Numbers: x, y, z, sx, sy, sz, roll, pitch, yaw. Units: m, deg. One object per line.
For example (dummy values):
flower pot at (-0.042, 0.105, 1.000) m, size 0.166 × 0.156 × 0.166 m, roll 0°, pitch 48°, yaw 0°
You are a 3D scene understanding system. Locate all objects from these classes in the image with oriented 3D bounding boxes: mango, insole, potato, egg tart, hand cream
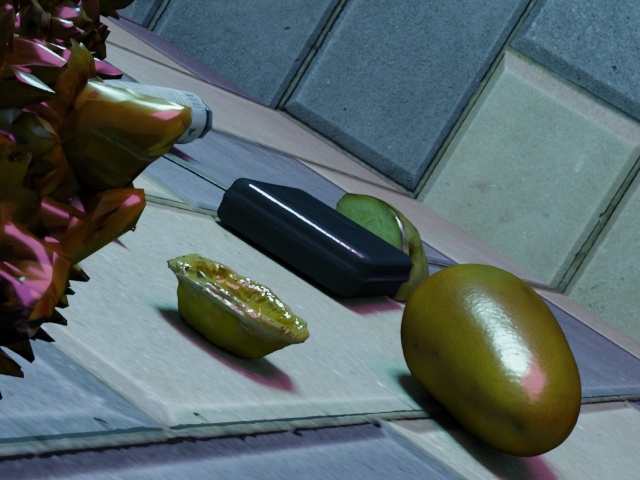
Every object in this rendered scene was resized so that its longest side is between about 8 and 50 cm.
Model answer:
mango at (0.131, 0.092, 1.313) m, size 0.138 × 0.113 × 0.253 m, roll 34°, pitch 13°, yaw -14°
insole at (-0.151, -0.085, 1.798) m, size 0.153 × 0.002 × 0.053 m, roll 30°, pitch 7°, yaw -15°
potato at (0.092, 0.013, 1.831) m, size 0.120 × 0.081 × 0.149 m, roll 23°, pitch 10°, yaw -41°
egg tart at (-0.057, 0.046, 1.099) m, size 0.105 × 0.039 × 0.105 m, roll 31°, pitch 6°, yaw -4°
hand cream at (-0.196, -0.137, 1.766) m, size 0.095 × 0.059 × 0.276 m, roll 35°, pitch 13°, yaw 22°

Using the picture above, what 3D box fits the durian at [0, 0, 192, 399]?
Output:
durian at (-0.180, -0.059, 0.492) m, size 0.293 × 0.258 × 0.258 m, roll 54°, pitch 10°, yaw 7°

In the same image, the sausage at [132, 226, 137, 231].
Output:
sausage at (-0.237, -0.076, 1.230) m, size 0.253 × 0.034 × 0.034 m, roll 31°, pitch 7°, yaw 7°

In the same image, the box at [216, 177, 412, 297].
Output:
box at (0.000, 0.000, 1.644) m, size 0.160 × 0.050 × 0.230 m, roll 32°, pitch 7°, yaw 12°
